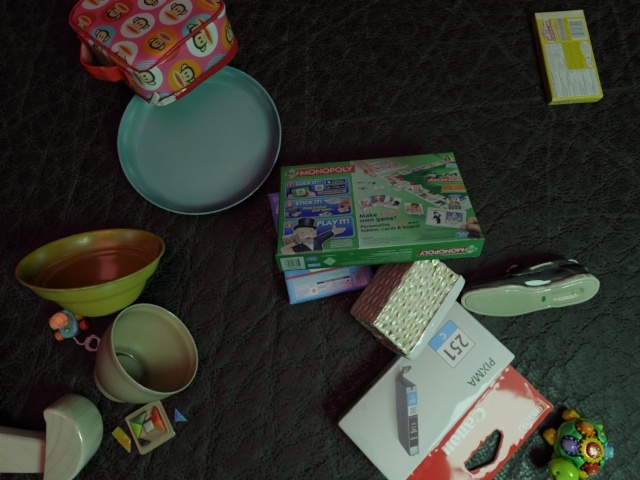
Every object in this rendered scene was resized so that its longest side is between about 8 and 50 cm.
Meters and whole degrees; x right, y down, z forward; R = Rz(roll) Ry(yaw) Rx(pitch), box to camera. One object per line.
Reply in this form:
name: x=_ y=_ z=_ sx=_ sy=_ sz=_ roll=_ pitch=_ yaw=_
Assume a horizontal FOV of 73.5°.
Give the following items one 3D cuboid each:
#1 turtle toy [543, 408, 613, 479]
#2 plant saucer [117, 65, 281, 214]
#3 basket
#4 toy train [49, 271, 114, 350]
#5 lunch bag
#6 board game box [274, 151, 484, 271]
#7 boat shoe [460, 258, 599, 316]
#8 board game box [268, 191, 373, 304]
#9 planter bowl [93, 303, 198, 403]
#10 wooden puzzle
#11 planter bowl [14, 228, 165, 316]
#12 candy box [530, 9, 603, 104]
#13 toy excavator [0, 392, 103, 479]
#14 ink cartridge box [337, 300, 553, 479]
turtle toy: x=0.432 y=0.356 z=0.721 sx=0.130 sy=0.066 sz=0.095 roll=-41 pitch=81 yaw=-8
plant saucer: x=-0.234 y=-0.200 z=0.849 sx=0.317 sy=0.044 sz=0.318 roll=0 pitch=78 yaw=1
basket: x=0.144 y=0.098 z=0.737 sx=0.103 sy=0.113 sz=0.167 roll=40 pitch=79 yaw=-16
toy train: x=-0.425 y=0.112 z=0.782 sx=0.125 sy=0.046 sz=0.166 roll=16 pitch=78 yaw=4
lunch bag: x=-0.333 y=-0.392 z=0.819 sx=0.258 sy=0.120 sz=0.293 roll=-44 pitch=66 yaw=-13
board game box: x=0.087 y=-0.056 z=0.729 sx=0.317 sy=0.046 sz=0.214 roll=-4 pitch=48 yaw=4
boat shoe: x=0.370 y=0.083 z=0.785 sx=0.233 sy=0.084 sz=0.079 roll=-10 pitch=40 yaw=5
board game box: x=0.000 y=0.000 z=0.809 sx=0.160 sy=0.039 sz=0.212 roll=-12 pitch=79 yaw=-3
planter bowl: x=-0.306 y=0.203 z=0.719 sx=0.109 sy=0.162 sz=0.162 roll=-36 pitch=80 yaw=20
wooden puzzle: x=-0.301 y=0.328 z=0.754 sx=0.116 sy=0.014 sz=0.078 roll=-37 pitch=81 yaw=-8
planter bowl: x=-0.364 y=0.062 z=0.709 sx=0.217 sy=0.217 sz=0.090 roll=-1 pitch=115 yaw=0
candy box: x=0.512 y=-0.384 z=0.895 sx=0.105 sy=0.027 sz=0.206 roll=-4 pitch=78 yaw=2
toy excavator: x=-0.639 y=0.244 z=0.697 sx=0.432 sy=0.222 sz=0.445 roll=-23 pitch=93 yaw=-5
ink cartridge box: x=0.222 y=0.298 z=0.735 sx=0.296 sy=0.066 sz=0.261 roll=-44 pitch=81 yaw=-8
